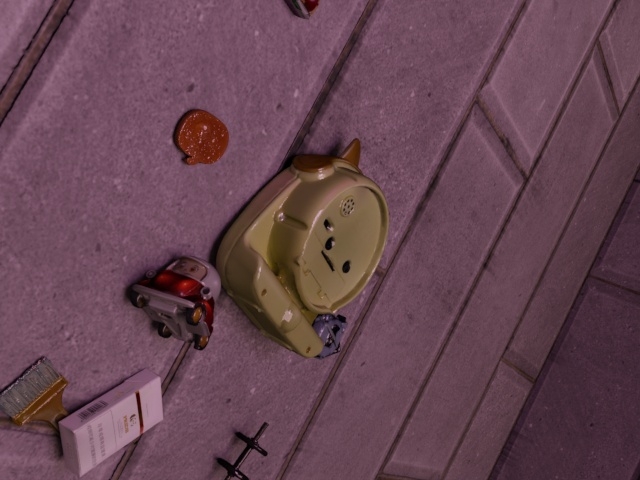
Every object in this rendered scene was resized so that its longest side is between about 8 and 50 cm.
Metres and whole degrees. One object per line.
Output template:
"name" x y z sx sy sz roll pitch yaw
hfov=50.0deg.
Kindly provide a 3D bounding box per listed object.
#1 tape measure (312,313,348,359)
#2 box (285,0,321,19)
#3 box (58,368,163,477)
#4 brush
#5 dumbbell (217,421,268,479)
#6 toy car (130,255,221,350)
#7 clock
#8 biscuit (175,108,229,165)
"tape measure" 0.006 0.182 1.320 0.094 0.054 0.091 14 92 -56
"box" 0.017 -0.422 1.009 0.207 0.041 0.050 -58 140 -11
"box" -0.296 0.259 0.986 0.154 0.040 0.083 -30 129 -48
"brush" -0.356 0.249 0.941 0.082 0.010 0.218 -45 139 -26
"dumbbell" -0.141 0.392 1.240 0.147 0.069 0.069 -54 142 -17
"toy car" -0.191 0.080 0.989 0.139 0.112 0.112 78 33 -52
"clock" 0.000 0.000 1.157 0.348 0.117 0.286 -53 142 -18
"biscuit" -0.167 -0.140 0.957 0.091 0.015 0.078 35 83 -53
